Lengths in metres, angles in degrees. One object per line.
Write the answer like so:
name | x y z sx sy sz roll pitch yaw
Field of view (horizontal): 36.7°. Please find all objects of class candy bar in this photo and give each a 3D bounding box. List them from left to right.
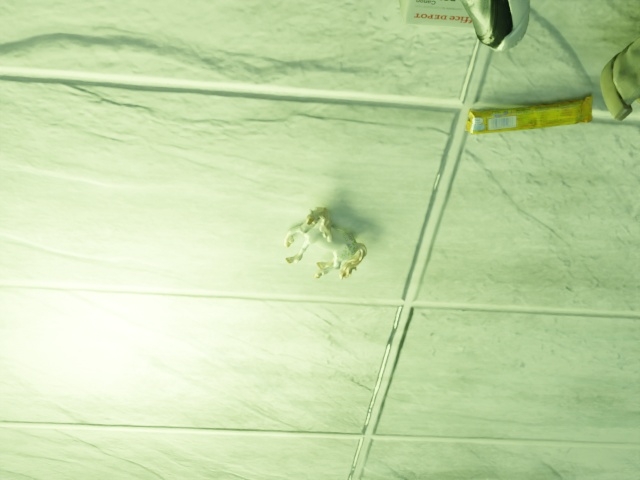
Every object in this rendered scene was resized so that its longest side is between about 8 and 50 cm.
candy bar | 0.263 -0.157 1.216 0.161 0.018 0.040 -6 134 4

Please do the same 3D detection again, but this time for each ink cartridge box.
ink cartridge box | 0.144 -0.296 1.026 0.099 0.056 0.135 2 137 -6

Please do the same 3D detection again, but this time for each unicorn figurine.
unicorn figurine | 0.000 0.000 1.357 0.161 0.060 0.111 14 137 -41

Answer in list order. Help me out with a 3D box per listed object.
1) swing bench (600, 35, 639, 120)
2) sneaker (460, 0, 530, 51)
swing bench | 0.481 -0.218 1.058 0.254 0.165 0.253 25 132 -20
sneaker | 0.099 -0.280 0.905 0.153 0.101 0.269 -26 125 -4
